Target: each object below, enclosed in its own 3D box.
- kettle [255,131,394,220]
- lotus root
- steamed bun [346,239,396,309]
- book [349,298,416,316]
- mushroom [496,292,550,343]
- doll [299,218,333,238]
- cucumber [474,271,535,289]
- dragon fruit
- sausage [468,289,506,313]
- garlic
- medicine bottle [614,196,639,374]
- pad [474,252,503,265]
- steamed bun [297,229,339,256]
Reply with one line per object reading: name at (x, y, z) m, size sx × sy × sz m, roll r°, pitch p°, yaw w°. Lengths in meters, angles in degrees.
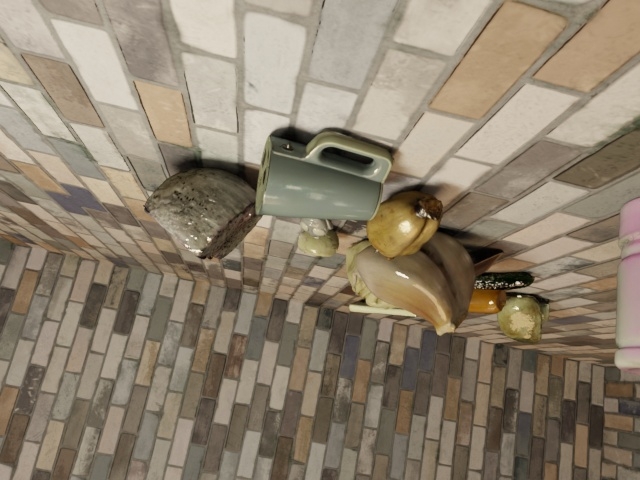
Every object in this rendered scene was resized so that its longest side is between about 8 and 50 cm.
kettle at (0.007, -0.132, 1.021) m, size 0.243 × 0.160 × 0.211 m, roll 7°, pitch 138°, yaw -13°
lotus root at (0.194, -0.041, 1.177) m, size 0.154 × 0.140 × 0.257 m, roll -14°, pitch 167°, yaw -24°
steamed bun at (0.233, 0.124, 1.617) m, size 0.289 × 0.203 × 0.276 m, roll 15°, pitch 165°, yaw -19°
book at (0.314, 0.200, 1.835) m, size 0.264 × 0.031 × 0.379 m, roll 0°, pitch -170°, yaw 37°
mushroom at (0.777, 0.309, 1.984) m, size 0.189 × 0.164 × 0.267 m, roll 6°, pitch 164°, yaw 15°
doll at (-0.012, -0.060, 1.379) m, size 0.102 × 0.075 × 0.227 m, roll 26°, pitch 156°, yaw 10°
cucumber at (0.583, 0.136, 1.684) m, size 0.245 × 0.067 × 0.067 m, roll -2°, pitch 160°, yaw 38°
dragon fruit at (-0.275, -0.087, 1.257) m, size 0.221 × 0.204 × 0.283 m, roll 38°, pitch 178°, yaw 6°
sausage at (0.538, 0.216, 1.931) m, size 0.112 × 0.112 × 0.328 m, roll 24°, pitch 163°, yaw -39°
garlic at (0.251, 0.075, 1.402) m, size 0.340 × 0.231 × 0.246 m, roll 19°, pitch 146°, yaw 35°
medicine bottle at (0.676, 0.094, 0.963) m, size 0.212 × 0.326 × 0.212 m, roll 9°, pitch 164°, yaw 3°
pad at (0.459, 0.101, 1.570) m, size 0.176 × 0.002 × 0.266 m, roll -24°, pitch 163°, yaw -1°
steamed bun at (0.000, 0.000, 1.537) m, size 0.112 × 0.091 × 0.130 m, roll 13°, pitch -176°, yaw 35°
